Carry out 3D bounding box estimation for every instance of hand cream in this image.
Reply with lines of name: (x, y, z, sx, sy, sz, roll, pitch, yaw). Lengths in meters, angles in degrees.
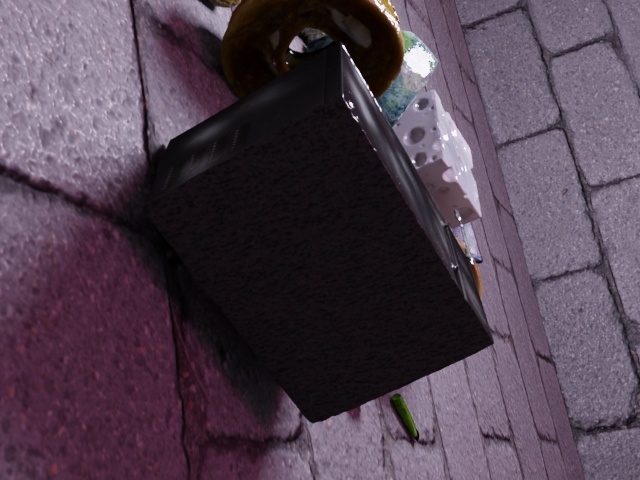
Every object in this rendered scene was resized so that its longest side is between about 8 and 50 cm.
hand cream: (0.185, 0.378, 1.752, 0.036, 0.023, 0.122, -88, 152, -62)

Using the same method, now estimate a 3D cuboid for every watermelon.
watermelon: (0.086, -0.372, 1.937, 0.289, 0.320, 0.214, 30, 7, 1)

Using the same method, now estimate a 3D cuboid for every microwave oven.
microwave oven: (0.000, 0.000, 1.196, 0.432, 0.374, 0.236, 55, 18, -24)

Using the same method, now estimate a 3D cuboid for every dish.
dish: (0.399, -0.008, 2.457, 0.243, 0.080, 0.182, 3, 69, -64)

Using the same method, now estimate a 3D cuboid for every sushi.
sushi: (-0.004, -0.510, 1.928, 0.150, 0.090, 0.078, 35, 38, -51)

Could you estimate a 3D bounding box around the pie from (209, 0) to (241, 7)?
pie: (-0.202, -0.525, 1.514, 0.193, 0.079, 0.163, 59, 35, -27)

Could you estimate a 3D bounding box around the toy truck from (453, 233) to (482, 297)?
toy truck: (0.215, 0.091, 1.765, 0.211, 0.288, 0.204, -2, -70, 68)

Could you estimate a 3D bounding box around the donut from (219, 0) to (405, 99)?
donut: (-0.016, -0.369, 1.488, 0.330, 0.330, 0.160, 48, 29, -43)

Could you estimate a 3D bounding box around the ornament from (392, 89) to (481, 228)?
ornament: (0.225, -0.170, 1.989, 0.240, 0.239, 0.239, 47, 31, -43)
